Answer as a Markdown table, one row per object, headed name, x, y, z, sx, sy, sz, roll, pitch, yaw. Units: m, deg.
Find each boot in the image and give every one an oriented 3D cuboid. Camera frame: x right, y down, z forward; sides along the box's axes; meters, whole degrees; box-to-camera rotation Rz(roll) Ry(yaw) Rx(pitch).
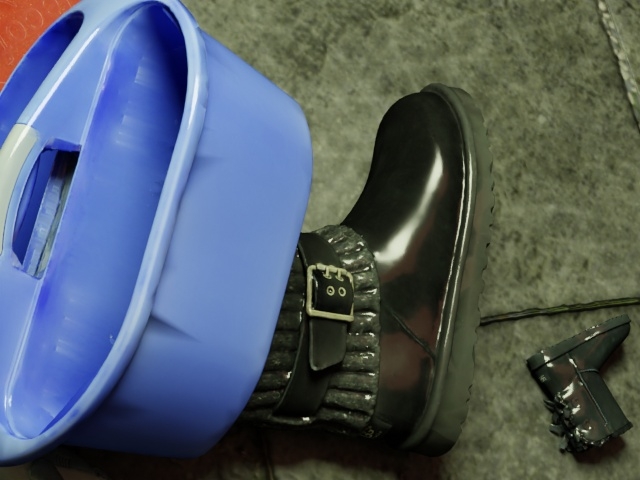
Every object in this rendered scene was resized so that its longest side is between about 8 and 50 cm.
| name | x | y | z | sx | sy | sz | roll | pitch | yaw |
| --- | --- | --- | --- | --- | --- | --- | --- | --- | --- |
| boot | 0.002 | 0.000 | 1.034 | 0.260 | 0.131 | 0.348 | 14 | 65 | -19 |
| boot | 0.254 | 0.132 | 1.149 | 0.121 | 0.045 | 0.099 | -23 | 78 | -23 |

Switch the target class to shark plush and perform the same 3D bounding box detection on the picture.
| name | x | y | z | sx | sy | sz | roll | pitch | yaw |
| --- | --- | --- | --- | --- | --- | --- | --- | --- | --- |
| shark plush | -0.230 | 0.153 | 0.931 | 0.161 | 0.073 | 0.067 | 31 | 38 | 13 |

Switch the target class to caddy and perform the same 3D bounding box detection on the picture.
| name | x | y | z | sx | sy | sz | roll | pitch | yaw |
| --- | --- | --- | --- | --- | --- | --- | --- | --- | --- |
| caddy | -0.155 | -0.007 | 0.864 | 0.179 | 0.241 | 0.341 | 26 | 73 | -43 |

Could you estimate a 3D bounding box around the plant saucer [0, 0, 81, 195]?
| name | x | y | z | sx | sy | sz | roll | pitch | yaw |
| --- | --- | --- | --- | --- | --- | --- | --- | --- | --- |
| plant saucer | -0.256 | -0.151 | 0.978 | 0.258 | 0.047 | 0.259 | -46 | 113 | -31 |
